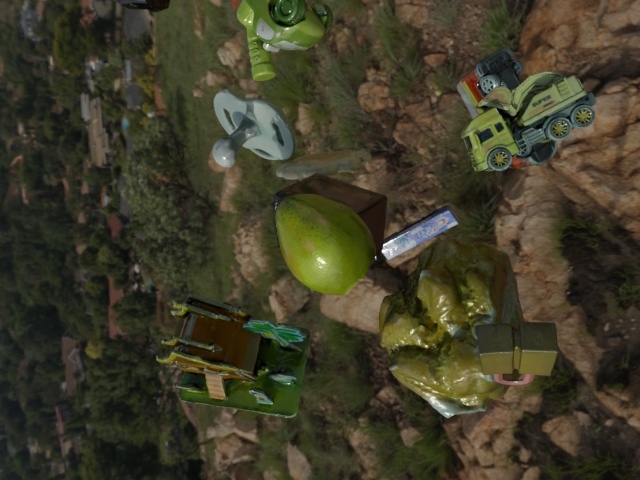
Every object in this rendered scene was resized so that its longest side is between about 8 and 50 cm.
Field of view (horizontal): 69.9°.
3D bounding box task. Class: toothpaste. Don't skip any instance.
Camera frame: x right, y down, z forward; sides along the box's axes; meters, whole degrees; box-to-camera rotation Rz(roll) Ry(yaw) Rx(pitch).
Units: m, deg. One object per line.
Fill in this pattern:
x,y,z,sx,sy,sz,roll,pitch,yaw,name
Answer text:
0.321,-0.024,1.516,0.272,0.053,0.066,-31,104,28,toothpaste

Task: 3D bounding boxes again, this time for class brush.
0.301,0.194,0.710,0.103,0.233,0.047,-5,56,19,brush

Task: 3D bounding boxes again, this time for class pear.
0.000,0.000,0.917,0.220,0.187,0.187,37,132,1,pear

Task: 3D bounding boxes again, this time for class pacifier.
-0.251,-0.339,1.530,0.343,0.269,0.288,25,153,31,pacifier

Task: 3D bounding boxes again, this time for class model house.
-0.214,0.267,1.084,0.358,0.313,0.242,5,66,14,model house

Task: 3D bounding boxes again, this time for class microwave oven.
0.019,-0.037,1.157,0.247,0.188,0.178,22,131,32,microwave oven

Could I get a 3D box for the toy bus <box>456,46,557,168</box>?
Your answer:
0.418,-0.284,1.034,0.265,0.121,0.120,58,154,-7,toy bus

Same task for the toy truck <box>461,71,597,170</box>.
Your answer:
0.311,-0.191,0.707,0.191,0.085,0.116,-27,93,13,toy truck

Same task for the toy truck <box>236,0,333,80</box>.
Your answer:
-0.100,-0.472,0.982,0.211,0.148,0.187,-27,87,36,toy truck

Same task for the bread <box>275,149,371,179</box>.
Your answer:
0.010,-0.245,1.457,0.316,0.316,0.054,13,118,51,bread

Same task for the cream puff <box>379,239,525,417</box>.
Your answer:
0.276,0.179,1.002,0.276,0.378,0.378,-6,90,36,cream puff

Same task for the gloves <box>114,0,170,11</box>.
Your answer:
-0.440,-0.573,1.021,0.181,0.129,0.106,19,136,18,gloves
